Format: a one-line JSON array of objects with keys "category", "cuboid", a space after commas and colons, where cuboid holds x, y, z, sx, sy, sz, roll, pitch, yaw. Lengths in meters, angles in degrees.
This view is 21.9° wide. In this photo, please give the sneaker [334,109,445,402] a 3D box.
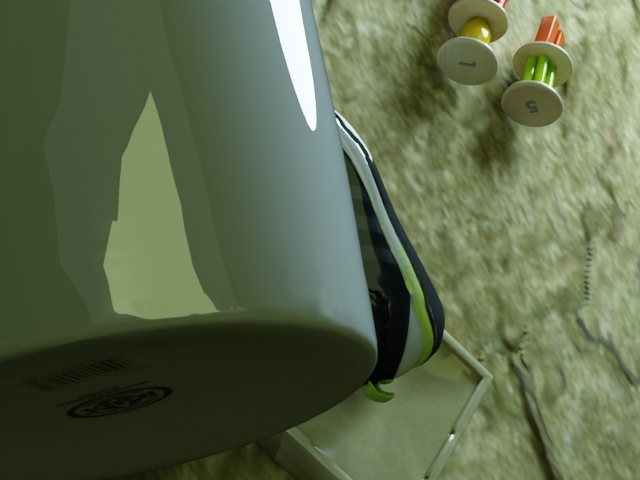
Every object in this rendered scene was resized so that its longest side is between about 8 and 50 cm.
[{"category": "sneaker", "cuboid": [0.000, 0.000, 1.134, 0.097, 0.084, 0.234, -30, 85, -40]}]

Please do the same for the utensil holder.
[{"category": "utensil holder", "cuboid": [-0.151, -0.079, 0.961, 0.328, 0.327, 0.385, 1, 67, -35]}]

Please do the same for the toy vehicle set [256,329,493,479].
[{"category": "toy vehicle set", "cuboid": [-0.010, 0.069, 1.170, 0.267, 0.035, 0.166, 44, 49, -8]}]

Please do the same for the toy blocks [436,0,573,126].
[{"category": "toy blocks", "cuboid": [0.167, -0.185, 1.423, 0.123, 0.054, 0.148, 31, 51, -17]}]
